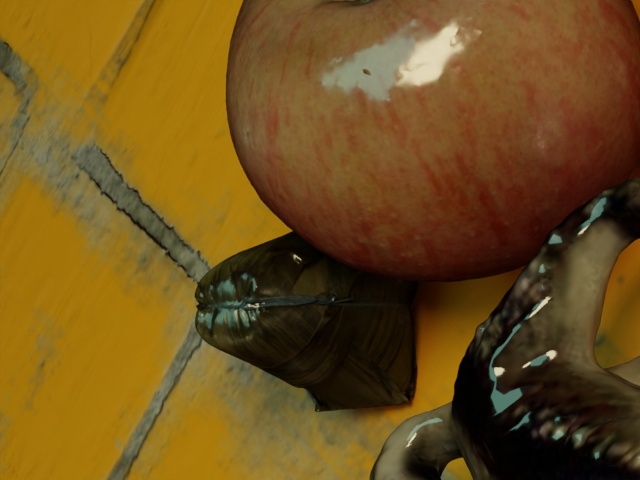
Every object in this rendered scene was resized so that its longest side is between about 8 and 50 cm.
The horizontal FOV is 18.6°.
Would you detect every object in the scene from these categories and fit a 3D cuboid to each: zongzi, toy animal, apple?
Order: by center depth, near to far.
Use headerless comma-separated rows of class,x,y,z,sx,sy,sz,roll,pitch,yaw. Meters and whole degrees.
toy animal,0.177,0.178,1.258,0.303,0.194,0.344,-35,37,17
apple,0.078,-0.135,1.433,0.345,0.269,0.345,-9,42,8
zongzi,0.000,0.000,1.555,0.112,0.221,0.242,-3,70,34
